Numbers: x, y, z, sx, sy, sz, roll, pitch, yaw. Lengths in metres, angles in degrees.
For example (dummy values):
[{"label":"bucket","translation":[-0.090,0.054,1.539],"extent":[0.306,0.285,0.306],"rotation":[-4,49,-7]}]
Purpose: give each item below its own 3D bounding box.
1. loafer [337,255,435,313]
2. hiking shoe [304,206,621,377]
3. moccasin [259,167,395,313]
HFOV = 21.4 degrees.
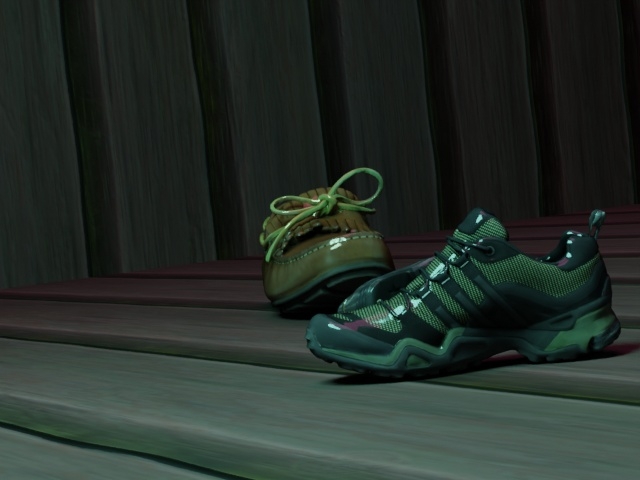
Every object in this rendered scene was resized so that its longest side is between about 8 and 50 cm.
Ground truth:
[{"label":"loafer","translation":[0.090,0.047,1.584],"extent":[0.170,0.062,0.061],"rotation":[-7,-2,-40]},{"label":"hiking shoe","translation":[0.098,0.034,1.216],"extent":[0.226,0.114,0.086],"rotation":[-6,2,-5]},{"label":"moccasin","translation":[0.003,0.000,1.824],"extent":[0.139,0.147,0.380],"rotation":[-6,3,-3]}]
